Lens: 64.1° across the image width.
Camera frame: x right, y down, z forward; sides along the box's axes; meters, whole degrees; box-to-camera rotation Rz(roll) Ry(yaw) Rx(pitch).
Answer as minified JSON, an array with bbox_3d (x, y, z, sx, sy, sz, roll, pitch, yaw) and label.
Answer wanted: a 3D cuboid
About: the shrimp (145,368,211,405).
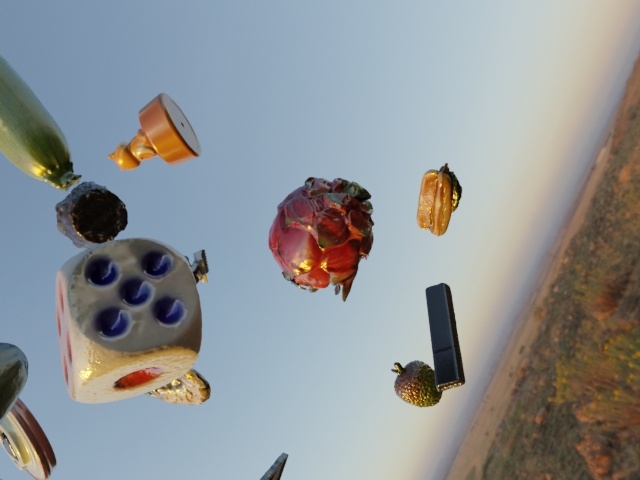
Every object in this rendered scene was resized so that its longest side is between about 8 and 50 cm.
[{"bbox_3d":[-0.464,0.348,1.376,0.233,0.364,0.071,98,-168,-46],"label":"shrimp"}]

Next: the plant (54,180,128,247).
[{"bbox_3d":[-0.578,-0.064,1.267,0.149,0.274,0.147,-38,-70,-28],"label":"plant"}]

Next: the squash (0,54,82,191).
[{"bbox_3d":[-0.552,-0.237,0.888,0.107,0.395,0.107,-42,-5,-5],"label":"squash"}]

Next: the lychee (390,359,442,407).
[{"bbox_3d":[0.245,0.364,1.308,0.114,0.146,0.114,-56,-7,-10],"label":"lychee"}]

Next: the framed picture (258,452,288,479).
[{"bbox_3d":[-0.133,0.529,0.955,0.265,0.018,0.192,12,-81,-76],"label":"framed picture"}]

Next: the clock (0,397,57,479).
[{"bbox_3d":[-0.683,0.440,1.151,0.056,0.244,0.245,-34,-36,-44],"label":"clock"}]

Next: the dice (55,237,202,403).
[{"bbox_3d":[-0.393,0.162,1.034,0.243,0.251,0.259,-7,-29,-30],"label":"dice"}]

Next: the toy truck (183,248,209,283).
[{"bbox_3d":[-0.481,0.141,1.701,0.285,0.111,0.136,-30,-46,-32],"label":"toy truck"}]

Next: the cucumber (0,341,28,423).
[{"bbox_3d":[-0.243,0.109,0.354,0.067,0.035,0.107,67,-158,-18],"label":"cucumber"}]

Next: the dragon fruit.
[{"bbox_3d":[0.000,0.000,0.920,0.193,0.192,0.274,-8,-41,-34],"label":"dragon fruit"}]

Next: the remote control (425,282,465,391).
[{"bbox_3d":[0.253,0.192,1.053,0.025,0.063,0.245,46,-149,-34],"label":"remote control"}]

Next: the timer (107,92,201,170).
[{"bbox_3d":[-0.321,-0.181,0.953,0.152,0.132,0.132,-27,-22,5],"label":"timer"}]

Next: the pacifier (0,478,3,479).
[{"bbox_3d":[-0.232,0.238,0.219,0.220,0.332,0.273,-18,-52,-2],"label":"pacifier"}]

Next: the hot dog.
[{"bbox_3d":[0.172,-0.058,0.740,0.041,0.056,0.133,-39,-33,-27],"label":"hot dog"}]
